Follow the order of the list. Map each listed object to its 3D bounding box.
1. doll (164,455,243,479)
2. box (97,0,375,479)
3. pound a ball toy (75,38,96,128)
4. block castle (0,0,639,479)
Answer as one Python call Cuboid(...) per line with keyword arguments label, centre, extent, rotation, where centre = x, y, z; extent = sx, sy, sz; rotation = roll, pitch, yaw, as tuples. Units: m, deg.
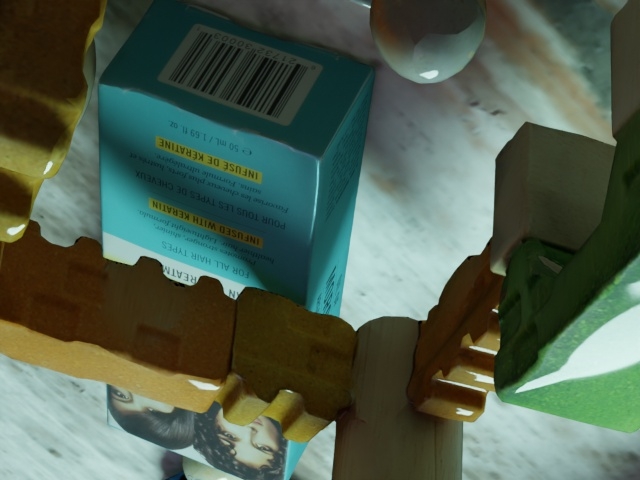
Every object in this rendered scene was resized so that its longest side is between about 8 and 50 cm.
Cuboid(label="doll", centre=(-0.038, 0.176, 0.944), extent=(0.129, 0.046, 0.189), rotation=(14, 134, 32))
Cuboid(label="box", centre=(-0.043, 0.011, 0.754), extent=(0.100, 0.060, 0.244), rotation=(20, 140, 11))
Cuboid(label="pound a ball toy", centre=(-0.264, -0.076, 0.721), extent=(0.319, 0.136, 0.208), rotation=(16, 134, -9))
Cuboid(label="block castle", centre=(0.000, 0.000, 0.486), extent=(0.303, 0.213, 0.453), rotation=(18, 142, -16))
